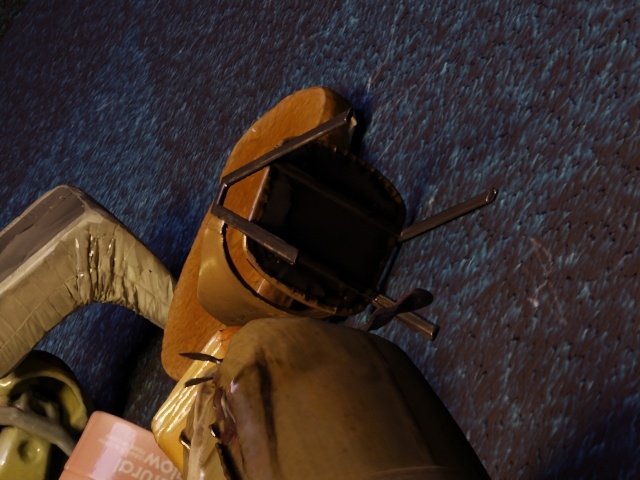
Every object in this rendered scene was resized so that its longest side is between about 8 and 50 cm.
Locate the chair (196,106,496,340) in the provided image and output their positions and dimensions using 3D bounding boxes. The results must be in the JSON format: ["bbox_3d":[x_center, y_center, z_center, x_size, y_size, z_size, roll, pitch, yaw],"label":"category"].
[{"bbox_3d":[0.000,0.000,1.649,0.247,0.159,0.172,0,64,62],"label":"chair"}]

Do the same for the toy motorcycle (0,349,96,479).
[{"bbox_3d":[-0.344,0.284,2.006,0.237,0.169,0.410,-43,33,47],"label":"toy motorcycle"}]

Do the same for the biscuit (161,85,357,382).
[{"bbox_3d":[-0.045,-0.008,1.873,0.287,0.057,0.343,-27,39,52],"label":"biscuit"}]

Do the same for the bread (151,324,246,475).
[{"bbox_3d":[-0.025,0.164,1.483,0.133,0.179,0.250,-53,24,5],"label":"bread"}]

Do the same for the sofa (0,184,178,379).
[{"bbox_3d":[-0.278,0.072,2.033,0.225,0.176,0.210,-42,23,-9],"label":"sofa"}]

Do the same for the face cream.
[{"bbox_3d":[-0.163,0.233,1.710,0.149,0.149,0.104,2,63,64],"label":"face cream"}]

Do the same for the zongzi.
[{"bbox_3d":[-0.035,0.307,1.193,0.467,0.218,0.500,-61,34,22],"label":"zongzi"}]
